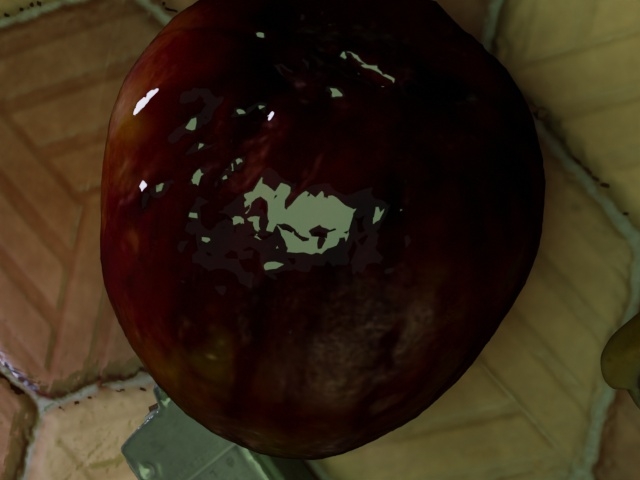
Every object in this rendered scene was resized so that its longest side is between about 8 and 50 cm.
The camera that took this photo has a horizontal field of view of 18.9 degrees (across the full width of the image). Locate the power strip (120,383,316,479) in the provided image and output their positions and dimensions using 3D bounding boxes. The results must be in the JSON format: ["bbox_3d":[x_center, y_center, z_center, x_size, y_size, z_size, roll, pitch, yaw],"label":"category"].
[{"bbox_3d":[-0.012,0.192,1.090,0.078,0.052,0.272,-40,82,21],"label":"power strip"}]

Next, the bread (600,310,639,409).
[{"bbox_3d":[0.248,0.108,0.960,0.134,0.081,0.225,-43,79,19],"label":"bread"}]

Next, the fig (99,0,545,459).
[{"bbox_3d":[0.000,-0.007,0.980,0.224,0.224,0.263,15,103,19],"label":"fig"}]
